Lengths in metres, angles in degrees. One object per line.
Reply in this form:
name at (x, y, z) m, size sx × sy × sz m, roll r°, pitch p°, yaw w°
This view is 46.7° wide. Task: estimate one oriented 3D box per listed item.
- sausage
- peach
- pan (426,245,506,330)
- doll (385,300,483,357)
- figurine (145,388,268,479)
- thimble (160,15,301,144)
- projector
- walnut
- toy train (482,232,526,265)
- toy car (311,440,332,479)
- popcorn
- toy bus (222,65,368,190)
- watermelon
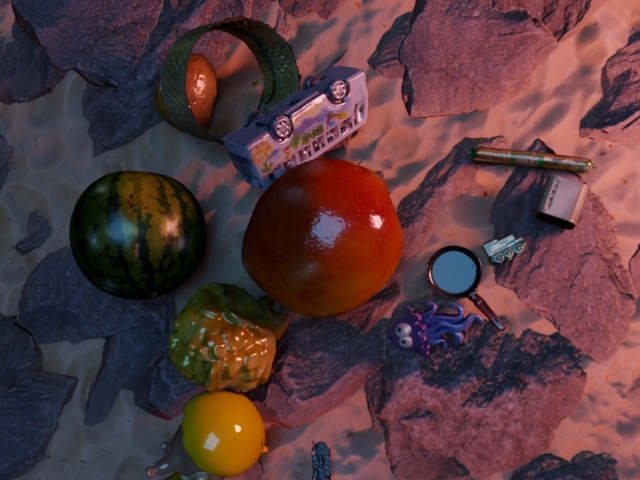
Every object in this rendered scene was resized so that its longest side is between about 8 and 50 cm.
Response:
sausage at (0.437, -0.169, 1.542) m, size 0.269 × 0.033 × 0.033 m, roll 8°, pitch 82°, yaw 13°
peach at (0.000, 0.000, 1.474) m, size 0.332 × 0.308 × 0.308 m, roll -25°, pitch 76°, yaw 11°
pan at (0.306, 0.102, 1.516) m, size 0.115 × 0.040 × 0.212 m, roll -40°, pitch 70°, yaw 1°
doll at (0.227, 0.176, 1.502) m, size 0.205 × 0.067 × 0.110 m, roll -18°, pitch 87°, yaw 19°
figurine at (-0.251, 0.456, 1.477) m, size 0.187 × 0.215 × 0.344 m, roll 38°, pitch 88°, yaw -11°
thimble at (-0.194, -0.330, 1.569) m, size 0.150 × 0.270 × 0.271 m, roll 17°, pitch 82°, yaw 55°
projector at (0.483, -0.076, 1.489) m, size 0.083 × 0.083 × 0.082 m, roll 20°, pitch 85°, yaw 14°
walnut at (-0.303, -0.338, 1.673) m, size 0.144 × 0.144 × 0.180 m, roll 21°, pitch 96°, yaw 14°
toy train at (0.379, 0.015, 1.521) m, size 0.083 × 0.033 × 0.053 m, roll -28°, pitch 72°, yaw 5°
toy car at (0.003, 0.460, 1.522) m, size 0.041 × 0.025 × 0.093 m, roll -2°, pitch 83°, yaw 10°
popcorn at (-0.182, 0.186, 1.512) m, size 0.266 × 0.192 × 0.233 m, roll -25°, pitch 50°, yaw -38°
toy bus at (-0.037, -0.240, 1.541) m, size 0.329 × 0.136 × 0.109 m, roll -37°, pitch 35°, yaw -24°
watermelon at (-0.383, -0.014, 1.556) m, size 0.285 × 0.285 × 0.285 m, roll -2°, pitch 80°, yaw 11°
